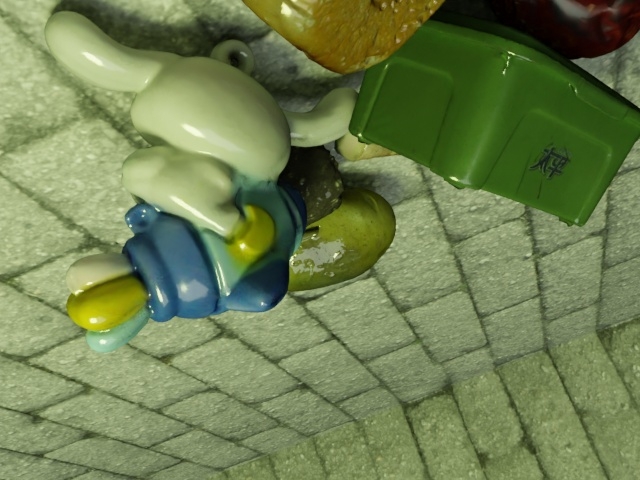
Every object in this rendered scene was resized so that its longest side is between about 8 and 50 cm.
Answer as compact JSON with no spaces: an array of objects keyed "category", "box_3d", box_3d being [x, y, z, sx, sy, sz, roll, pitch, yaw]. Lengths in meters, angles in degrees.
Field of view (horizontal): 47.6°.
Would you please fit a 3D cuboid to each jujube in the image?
[{"category":"jujube","box_3d":[0.260,-0.291,0.791,0.237,0.168,0.168,11,140,-37]}]

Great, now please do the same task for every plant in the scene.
[{"category":"plant","box_3d":[-0.075,-0.069,1.013,0.203,0.142,0.131,-26,161,-4]}]

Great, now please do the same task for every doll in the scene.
[{"category":"doll","box_3d":[-0.132,-0.051,0.831,0.376,0.365,0.187,8,176,-16]}]

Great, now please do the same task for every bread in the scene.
[{"category":"bread","box_3d":[0.037,-0.290,0.648,0.246,0.176,0.196,-44,155,14]}]

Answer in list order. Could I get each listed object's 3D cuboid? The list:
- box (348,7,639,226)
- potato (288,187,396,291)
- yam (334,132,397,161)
[{"category":"box","box_3d":[0.206,-0.144,0.875,0.329,0.253,0.177,15,105,-41]},{"category":"potato","box_3d":[0.000,-0.001,1.148,0.229,0.148,0.197,-4,144,-34]},{"category":"yam","box_3d":[0.189,-0.156,1.060,0.357,0.081,0.081,-6,149,-26]}]
